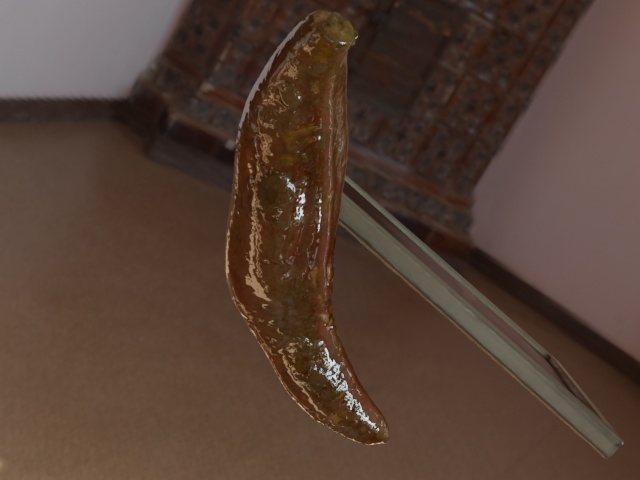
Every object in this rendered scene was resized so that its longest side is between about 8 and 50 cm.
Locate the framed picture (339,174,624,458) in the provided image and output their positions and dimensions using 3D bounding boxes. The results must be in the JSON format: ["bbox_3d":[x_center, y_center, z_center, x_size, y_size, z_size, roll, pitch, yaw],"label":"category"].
[{"bbox_3d":[0.083,0.028,0.911,0.289,0.020,0.211,41,6,-6],"label":"framed picture"}]

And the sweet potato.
[{"bbox_3d":[-0.010,0.003,0.636,0.078,0.255,0.058,-1,31,7],"label":"sweet potato"}]
